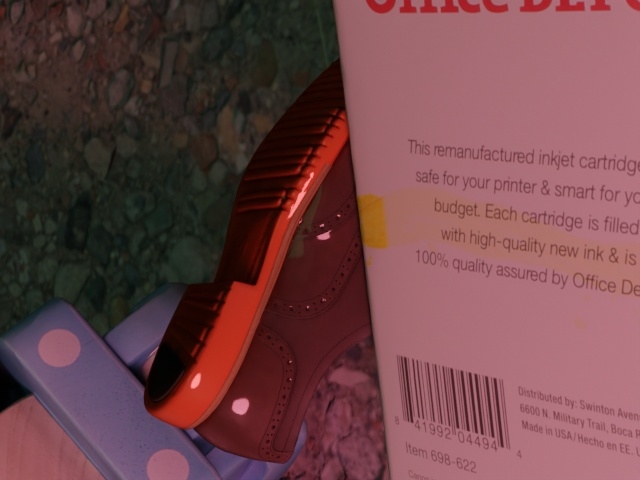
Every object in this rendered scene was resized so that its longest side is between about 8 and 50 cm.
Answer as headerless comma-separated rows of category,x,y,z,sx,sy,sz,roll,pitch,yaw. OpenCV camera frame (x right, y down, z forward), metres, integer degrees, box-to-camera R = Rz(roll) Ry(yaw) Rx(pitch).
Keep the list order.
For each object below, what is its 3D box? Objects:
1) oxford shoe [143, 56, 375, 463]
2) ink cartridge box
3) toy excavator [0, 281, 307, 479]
oxford shoe,0.000,0.000,0.936,0.271,0.098,0.097,-61,21,-7
ink cartridge box,0.167,0.001,0.837,0.279,0.160,0.384,9,112,49
toy excavator,-0.079,0.084,1.105,0.222,0.445,0.433,45,156,13
